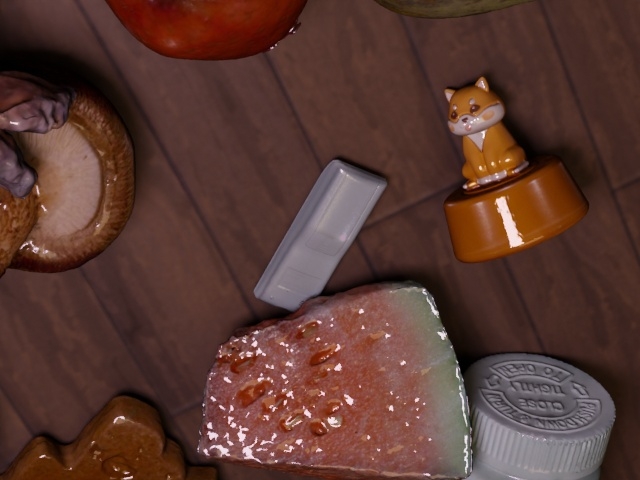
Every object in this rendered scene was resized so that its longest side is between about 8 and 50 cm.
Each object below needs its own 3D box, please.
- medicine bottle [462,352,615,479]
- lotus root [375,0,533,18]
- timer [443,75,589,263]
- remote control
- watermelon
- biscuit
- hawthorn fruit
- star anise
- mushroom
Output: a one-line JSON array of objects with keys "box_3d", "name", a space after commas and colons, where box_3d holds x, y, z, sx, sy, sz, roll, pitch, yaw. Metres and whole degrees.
[{"box_3d": [0.190, 0.287, 1.680, 0.158, 0.158, 0.318, 1, 119, -15], "name": "medicine bottle"}, {"box_3d": [0.129, -0.270, 1.354, 0.309, 0.173, 0.173, -19, 122, 6], "name": "lotus root"}, {"box_3d": [0.157, -0.073, 1.503, 0.132, 0.132, 0.152, -23, 99, 0], "name": "timer"}, {"box_3d": [0.000, 0.000, 1.542, 0.061, 0.029, 0.162, 21, 113, -22], "name": "remote control"}, {"box_3d": [0.004, 0.149, 1.563, 0.256, 0.140, 0.193, -6, 77, -11], "name": "watermelon"}, {"box_3d": [-0.245, 0.277, 1.632, 0.301, 0.043, 0.278, -9, 123, -7], "name": "biscuit"}, {"box_3d": [-0.094, -0.223, 1.285, 0.185, 0.202, 0.185, 6, 112, 14], "name": "hawthorn fruit"}, {"box_3d": [-0.275, -0.084, 1.237, 0.172, 0.063, 0.208, -53, 141, -6], "name": "star anise"}, {"box_3d": [-0.269, -0.064, 1.386, 0.231, 0.138, 0.194, 14, 99, -34], "name": "mushroom"}]
